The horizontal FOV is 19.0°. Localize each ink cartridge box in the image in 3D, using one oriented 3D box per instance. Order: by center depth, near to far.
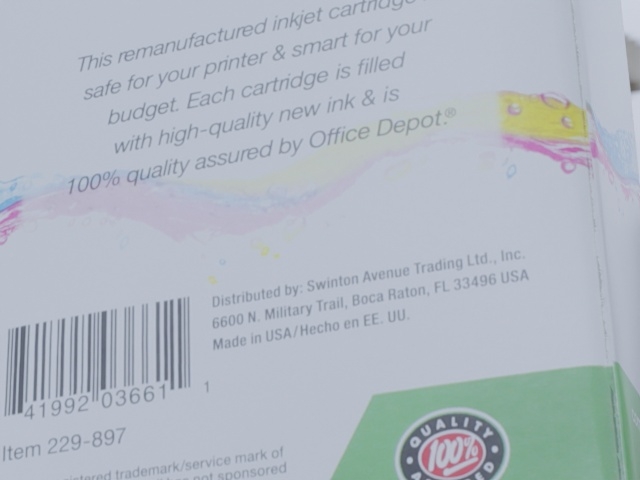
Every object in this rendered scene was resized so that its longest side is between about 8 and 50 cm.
[{"bbox_3d":[0.000,0.000,0.473,0.154,0.212,0.093,-10,-24,16],"label":"ink cartridge box"}]
